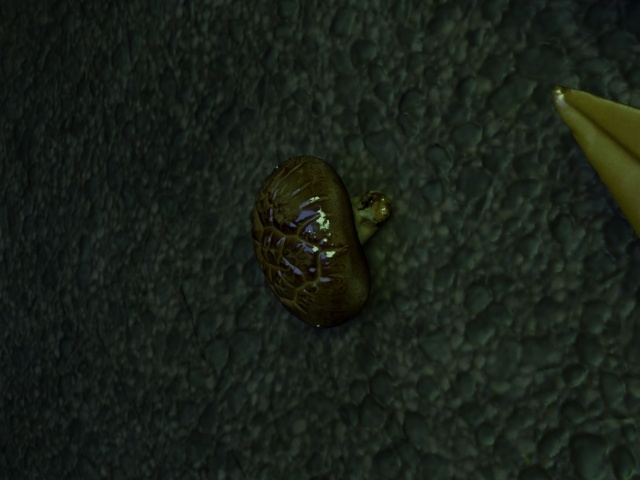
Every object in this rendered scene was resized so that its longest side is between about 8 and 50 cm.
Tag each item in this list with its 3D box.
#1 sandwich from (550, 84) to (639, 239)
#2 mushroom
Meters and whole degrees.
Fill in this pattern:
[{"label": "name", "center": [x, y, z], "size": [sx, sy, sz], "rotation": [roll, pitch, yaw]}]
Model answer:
[{"label": "sandwich", "center": [0.201, 0.014, 0.537], "size": [0.187, 0.117, 0.144], "rotation": [25, 102, 37]}, {"label": "mushroom", "center": [-0.006, 0.002, 0.733], "size": [0.109, 0.085, 0.126], "rotation": [-19, 88, 36]}]
